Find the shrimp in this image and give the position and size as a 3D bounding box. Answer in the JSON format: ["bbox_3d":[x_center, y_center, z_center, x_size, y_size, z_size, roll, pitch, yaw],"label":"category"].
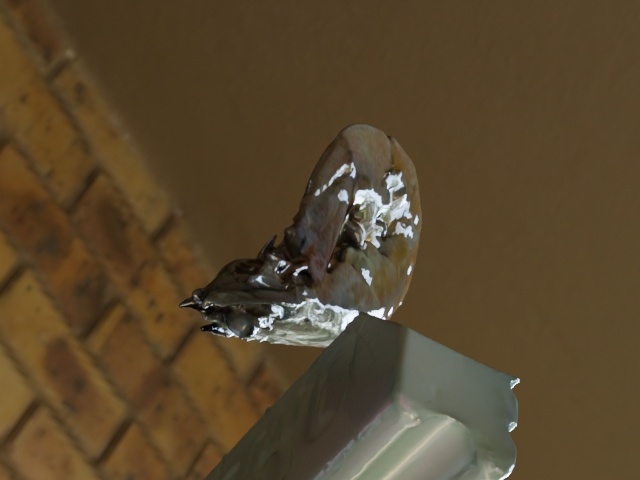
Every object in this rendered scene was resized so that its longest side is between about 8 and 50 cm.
[{"bbox_3d":[0.000,0.000,1.374,0.062,0.317,0.164,7,-81,27],"label":"shrimp"}]

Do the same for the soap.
[{"bbox_3d":[0.005,0.163,1.265,0.095,0.173,0.289,33,-59,-14],"label":"soap"}]
